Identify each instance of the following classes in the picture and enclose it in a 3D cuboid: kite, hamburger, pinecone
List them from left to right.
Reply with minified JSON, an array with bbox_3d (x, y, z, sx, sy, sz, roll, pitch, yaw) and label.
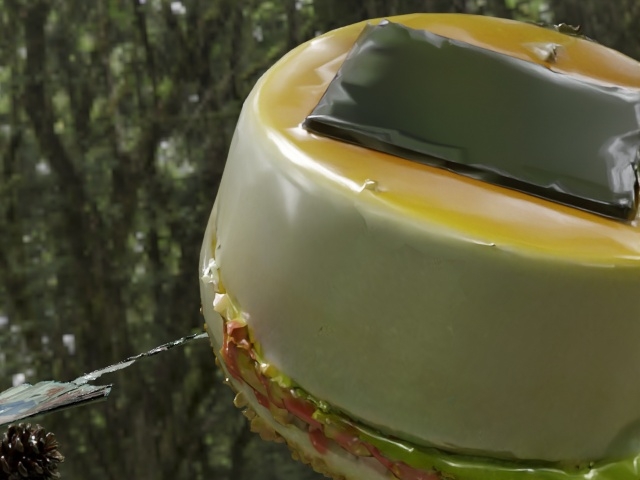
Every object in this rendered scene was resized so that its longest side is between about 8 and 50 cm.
[{"bbox_3d":[-0.302,0.225,1.377,0.109,0.102,0.102,-21,-19,-6],"label":"pinecone"},{"bbox_3d":[-0.228,0.129,1.171,0.314,0.011,0.335,-19,4,-24],"label":"kite"},{"bbox_3d":[0.074,0.014,0.701,0.276,0.294,0.179,16,-55,8],"label":"hamburger"}]
